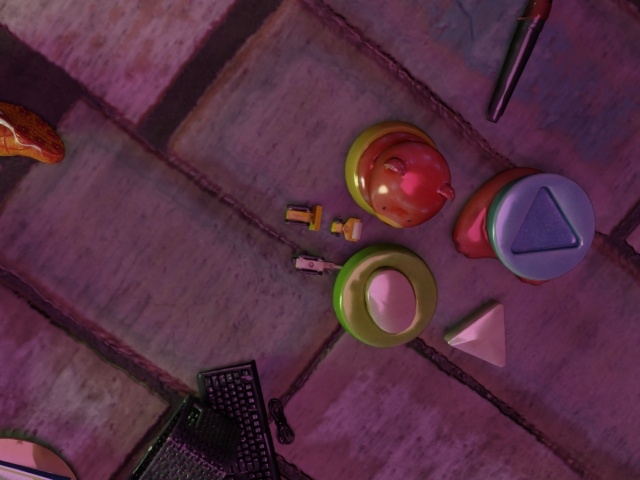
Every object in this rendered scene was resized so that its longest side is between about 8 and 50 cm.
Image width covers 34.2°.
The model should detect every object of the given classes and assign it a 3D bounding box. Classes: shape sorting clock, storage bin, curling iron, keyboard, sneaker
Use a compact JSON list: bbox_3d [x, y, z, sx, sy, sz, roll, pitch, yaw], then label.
[{"bbox_3d":[-0.410,0.344,1.334,0.206,0.040,0.206,-2,105,-9],"label":"shape sorting clock"},{"bbox_3d":[-0.183,0.297,1.293,0.084,0.122,0.180,33,104,-7],"label":"storage bin"},{"bbox_3d":[0.249,-0.273,1.247,0.068,0.035,0.273,0,114,-51],"label":"curling iron"},{"bbox_3d":[-0.091,0.245,1.351,0.108,0.023,0.180,-12,105,-3],"label":"keyboard"},{"bbox_3d":[-0.385,-0.128,1.223,0.175,0.064,0.067,23,120,-5],"label":"sneaker"}]

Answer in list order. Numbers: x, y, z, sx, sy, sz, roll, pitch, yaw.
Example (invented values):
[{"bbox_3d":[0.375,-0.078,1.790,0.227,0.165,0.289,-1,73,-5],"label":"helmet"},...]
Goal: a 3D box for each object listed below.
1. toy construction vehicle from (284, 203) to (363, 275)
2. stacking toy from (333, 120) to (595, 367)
[{"bbox_3d":[0.000,0.000,1.299,0.098,0.035,0.085,6,92,-9],"label":"toy construction vehicle"},{"bbox_3d":[0.168,0.022,1.248,0.309,0.130,0.279,14,98,-14],"label":"stacking toy"}]
